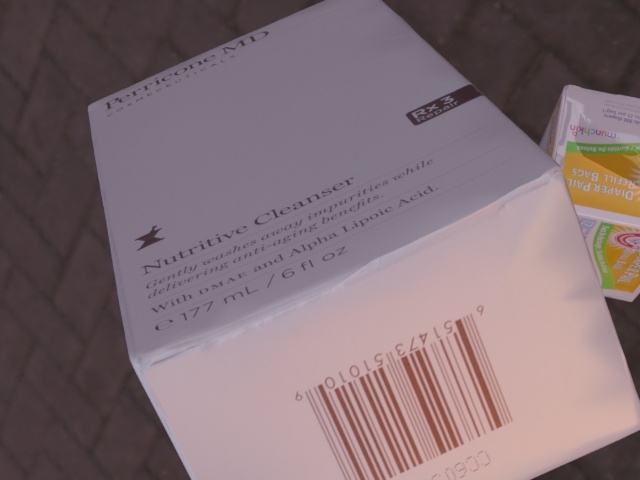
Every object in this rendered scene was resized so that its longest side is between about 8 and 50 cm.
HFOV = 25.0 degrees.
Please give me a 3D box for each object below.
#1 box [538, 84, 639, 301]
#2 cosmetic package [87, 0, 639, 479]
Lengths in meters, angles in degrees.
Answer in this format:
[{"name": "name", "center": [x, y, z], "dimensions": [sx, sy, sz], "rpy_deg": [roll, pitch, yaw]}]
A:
[{"name": "box", "center": [0.227, -0.033, 1.169], "dimensions": [0.114, 0.103, 0.203], "rpy_deg": [11, 163, 3]}, {"name": "cosmetic package", "center": [0.000, 0.000, 0.820], "dimensions": [0.385, 0.217, 0.156], "rpy_deg": [-122, 8, -63]}]
